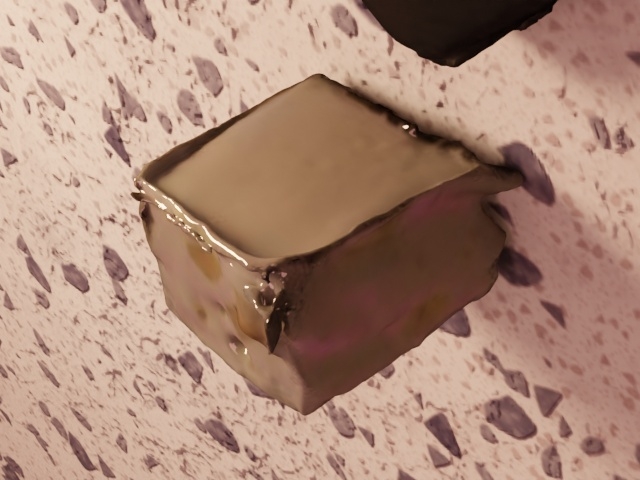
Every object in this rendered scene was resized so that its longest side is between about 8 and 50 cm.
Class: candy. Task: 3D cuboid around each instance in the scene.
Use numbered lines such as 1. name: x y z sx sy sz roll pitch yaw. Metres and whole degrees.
1. candy: 0.000 0.000 1.121 0.185 0.195 0.137 33 144 42

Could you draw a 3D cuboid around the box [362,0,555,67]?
1. box: 0.025 -0.264 0.848 0.359 0.091 0.350 55 162 -4
